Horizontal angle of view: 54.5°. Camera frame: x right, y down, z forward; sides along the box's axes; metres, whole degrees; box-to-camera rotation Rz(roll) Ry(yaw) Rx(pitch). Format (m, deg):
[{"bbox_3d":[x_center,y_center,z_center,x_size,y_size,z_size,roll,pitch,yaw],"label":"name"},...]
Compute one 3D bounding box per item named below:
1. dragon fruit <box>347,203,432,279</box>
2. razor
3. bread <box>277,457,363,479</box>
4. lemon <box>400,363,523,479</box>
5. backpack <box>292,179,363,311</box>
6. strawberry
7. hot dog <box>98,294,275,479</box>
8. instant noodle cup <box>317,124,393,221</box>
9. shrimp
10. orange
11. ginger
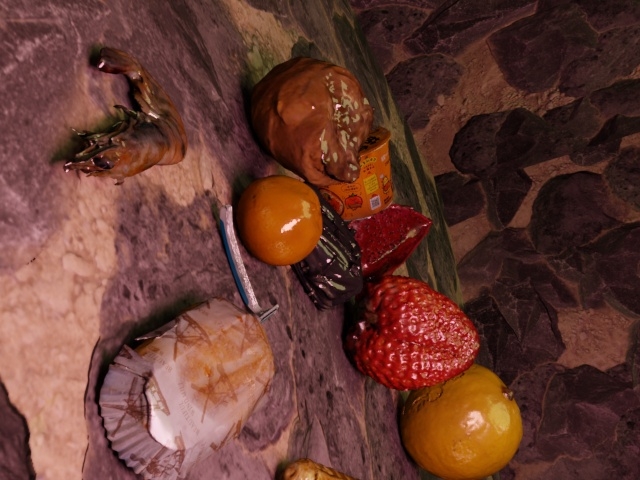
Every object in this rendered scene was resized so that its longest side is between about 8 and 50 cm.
[{"bbox_3d":[0.128,0.030,1.541,0.134,0.262,0.211,45,-26,28],"label":"dragon fruit"},{"bbox_3d":[-0.123,0.038,0.967,0.191,0.037,0.068,69,23,-5],"label":"razor"},{"bbox_3d":[0.037,0.425,1.024,0.077,0.084,0.367,-57,145,-12],"label":"bread"},{"bbox_3d":[0.343,0.449,1.537,0.297,0.297,0.297,-17,90,-72],"label":"lemon"},{"bbox_3d":[0.000,0.000,1.237,0.258,0.133,0.206,55,22,-27],"label":"backpack"},{"bbox_3d":[0.205,0.204,1.375,0.238,0.288,0.250,20,75,-79],"label":"strawberry"},{"bbox_3d":[-0.145,0.165,0.731,0.162,0.082,0.270,63,27,-2],"label":"hot dog"},{"bbox_3d":[0.076,-0.157,1.474,0.216,0.216,0.172,-75,152,-58],"label":"instant noodle cup"},{"bbox_3d":[-0.248,-0.160,0.770,0.169,0.058,0.296,62,16,-9],"label":"shrimp"},{"bbox_3d":[-0.064,-0.036,1.046,0.159,0.136,0.159,-14,90,-70],"label":"orange"},{"bbox_3d":[-0.033,-0.228,1.202,0.200,0.223,0.269,53,47,-42],"label":"ginger"}]
